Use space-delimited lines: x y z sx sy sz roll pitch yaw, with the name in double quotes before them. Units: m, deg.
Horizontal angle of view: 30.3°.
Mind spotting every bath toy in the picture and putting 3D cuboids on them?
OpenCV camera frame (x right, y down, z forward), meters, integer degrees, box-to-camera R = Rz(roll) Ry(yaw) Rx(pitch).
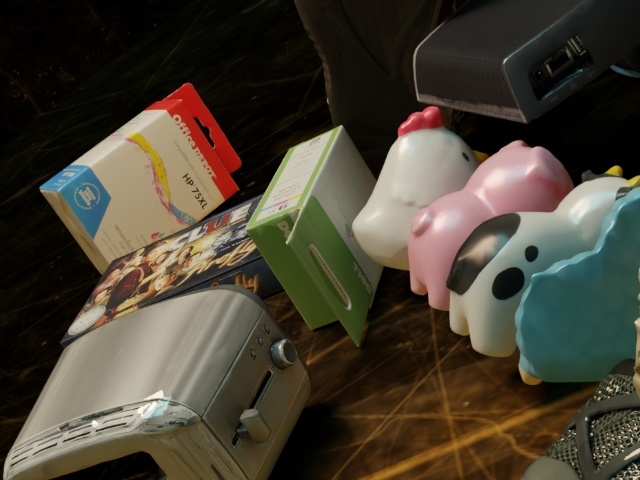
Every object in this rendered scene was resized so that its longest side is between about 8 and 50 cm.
"bath toy" 0.131 -0.013 0.819 0.151 0.129 0.348 -1 14 -19

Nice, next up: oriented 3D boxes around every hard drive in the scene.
"hard drive" 0.199 -0.187 0.906 0.255 0.054 0.172 -37 25 -13

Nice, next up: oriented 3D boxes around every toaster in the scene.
"toaster" -0.124 0.134 0.839 0.227 0.129 0.146 -19 26 26

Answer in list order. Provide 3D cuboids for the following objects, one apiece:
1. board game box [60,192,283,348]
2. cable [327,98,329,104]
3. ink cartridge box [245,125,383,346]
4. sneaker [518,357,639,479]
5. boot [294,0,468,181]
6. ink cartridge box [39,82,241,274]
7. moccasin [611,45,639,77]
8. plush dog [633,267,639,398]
"board game box" -0.131 0.033 1.196 0.243 0.042 0.165 -23 22 21
"cable" 0.141 -0.178 1.318 0.139 0.072 0.287 -33 31 -31
"ink cartridge box" 0.000 0.000 0.995 0.062 0.109 0.209 -22 23 24
"sneaker" 0.181 0.104 0.504 0.130 0.087 0.227 -56 19 -5
"boot" 0.102 -0.257 1.060 0.138 0.377 0.284 10 46 27
"ink cartridge box" -0.195 -0.075 1.402 0.231 0.134 0.078 -40 21 -21
"moccasin" 0.313 -0.211 1.024 0.138 0.116 0.342 -31 21 1
"plush dog" 0.203 0.031 0.388 0.225 0.262 0.211 6 -9 -23
